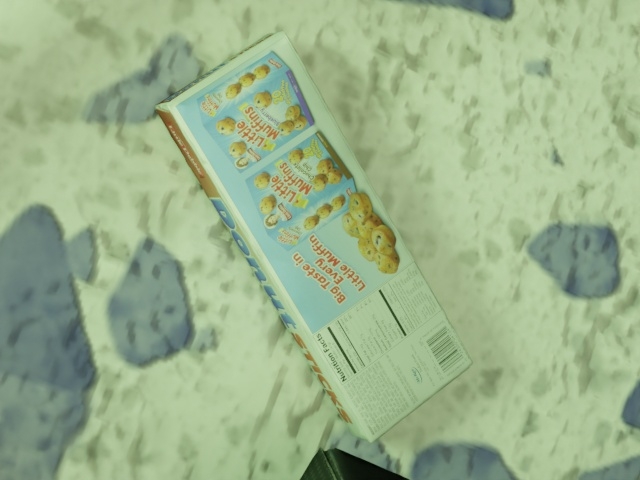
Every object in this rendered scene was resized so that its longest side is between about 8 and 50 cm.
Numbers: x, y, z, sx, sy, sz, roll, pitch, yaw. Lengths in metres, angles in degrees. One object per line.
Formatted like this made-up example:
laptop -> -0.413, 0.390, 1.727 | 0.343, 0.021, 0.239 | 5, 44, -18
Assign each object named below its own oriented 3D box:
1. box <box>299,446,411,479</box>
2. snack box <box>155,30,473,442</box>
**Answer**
box -> 0.063, 0.233, 0.571 | 0.270, 0.060, 0.216 | 26, 103, -22
snack box -> 0.000, 0.000, 0.593 | 0.064, 0.022, 0.178 | -35, 105, -18
